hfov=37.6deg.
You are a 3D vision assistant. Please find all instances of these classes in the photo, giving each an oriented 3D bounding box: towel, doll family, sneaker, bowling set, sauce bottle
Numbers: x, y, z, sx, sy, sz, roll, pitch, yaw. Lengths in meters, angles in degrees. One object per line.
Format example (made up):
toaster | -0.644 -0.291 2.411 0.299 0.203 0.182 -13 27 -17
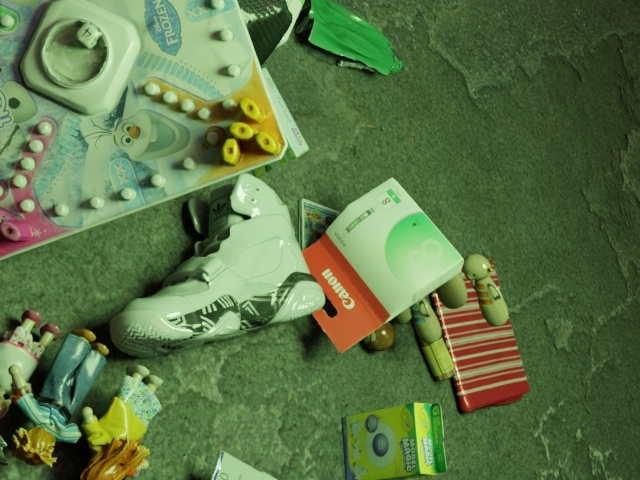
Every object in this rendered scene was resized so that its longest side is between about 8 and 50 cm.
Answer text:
towel | 0.287 0.172 1.733 0.199 0.031 0.274 -3 75 -44
doll family | -0.277 0.198 1.080 0.263 0.118 0.163 42 49 -26
sneaker | -0.152 0.030 1.270 0.366 0.137 0.210 -8 79 -51
bowling set | 0.143 0.078 1.507 0.200 0.287 0.154 -35 116 -19
sauce bottle | 0.194 0.178 1.625 0.042 0.042 0.128 -26 95 -48

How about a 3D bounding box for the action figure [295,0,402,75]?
action figure | 0.059 -0.355 1.686 0.232 0.063 0.137 23 57 -34

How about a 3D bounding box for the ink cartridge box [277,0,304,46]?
ink cartridge box | -0.155 -0.437 1.462 0.273 0.115 0.198 42 48 -26

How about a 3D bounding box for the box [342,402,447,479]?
box | 0.109 0.301 1.387 0.043 0.179 0.105 14 64 -42

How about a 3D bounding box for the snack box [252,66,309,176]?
snack box | -0.091 -0.179 1.434 0.037 0.100 0.141 -37 101 -47

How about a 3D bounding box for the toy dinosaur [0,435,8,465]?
toy dinosaur | -0.435 0.209 0.905 0.218 0.164 0.321 -18 109 -32

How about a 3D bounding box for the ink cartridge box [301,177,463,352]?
ink cartridge box | 0.072 0.033 1.408 0.225 0.056 0.181 -32 63 -12

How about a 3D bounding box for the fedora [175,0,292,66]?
fedora | -0.154 -0.331 1.261 0.152 0.334 0.334 -45 112 -4

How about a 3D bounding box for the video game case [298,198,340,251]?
video game case | 0.000 0.000 1.522 0.087 0.011 0.122 18 62 -40

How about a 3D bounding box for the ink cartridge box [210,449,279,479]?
ink cartridge box | -0.069 0.488 1.215 0.330 0.071 0.324 36 52 -26

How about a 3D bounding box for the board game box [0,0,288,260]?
board game box | -0.283 -0.216 1.084 0.050 0.390 0.389 8 62 -87
